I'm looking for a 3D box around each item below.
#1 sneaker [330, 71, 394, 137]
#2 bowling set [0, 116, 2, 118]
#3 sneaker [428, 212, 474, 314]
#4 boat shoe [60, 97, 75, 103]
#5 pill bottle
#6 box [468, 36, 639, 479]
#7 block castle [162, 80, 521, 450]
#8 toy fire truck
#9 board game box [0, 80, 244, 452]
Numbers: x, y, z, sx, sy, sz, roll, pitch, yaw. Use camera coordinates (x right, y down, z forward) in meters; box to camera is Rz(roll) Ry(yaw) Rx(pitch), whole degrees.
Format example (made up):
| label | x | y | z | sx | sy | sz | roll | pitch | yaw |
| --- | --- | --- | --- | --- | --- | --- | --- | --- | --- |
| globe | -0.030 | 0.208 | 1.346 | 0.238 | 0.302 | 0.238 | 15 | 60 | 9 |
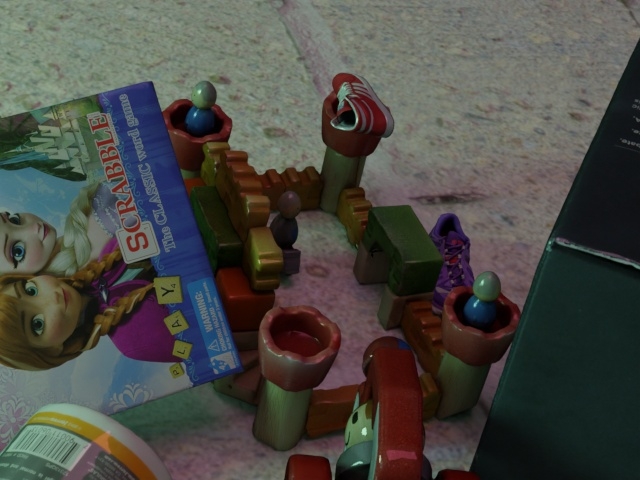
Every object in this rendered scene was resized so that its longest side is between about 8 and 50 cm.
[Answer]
| label | x | y | z | sx | sy | sz | roll | pitch | yaw |
| --- | --- | --- | --- | --- | --- | --- | --- | --- | --- |
| sneaker | 0.032 | -0.164 | 1.732 | 0.067 | 0.042 | 0.118 | 2 | 35 | -39 |
| bowling set | -0.349 | 0.010 | 1.625 | 0.154 | 0.287 | 0.200 | 26 | -3 | 4 |
| sneaker | 0.158 | 0.030 | 1.799 | 0.068 | 0.071 | 0.170 | 3 | 40 | -13 |
| boat shoe | -0.288 | -0.119 | 1.852 | 0.083 | 0.065 | 0.183 | 3 | 39 | -11 |
| pill bottle | -0.259 | 0.288 | 1.271 | 0.162 | 0.162 | 0.278 | 25 | 52 | 14 |
| box | 0.353 | 0.101 | 1.444 | 0.297 | 0.480 | 0.472 | 20 | 38 | 10 |
| block castle | 0.000 | 0.000 | 1.676 | 0.303 | 0.213 | 0.453 | -6 | 43 | -22 |
| toy fire truck | 0.046 | 0.227 | 1.349 | 0.169 | 0.302 | 0.254 | 5 | 43 | -4 |
| board game box | -0.274 | 0.031 | 1.470 | 0.318 | 0.066 | 0.318 | -18 | 89 | -21 |
